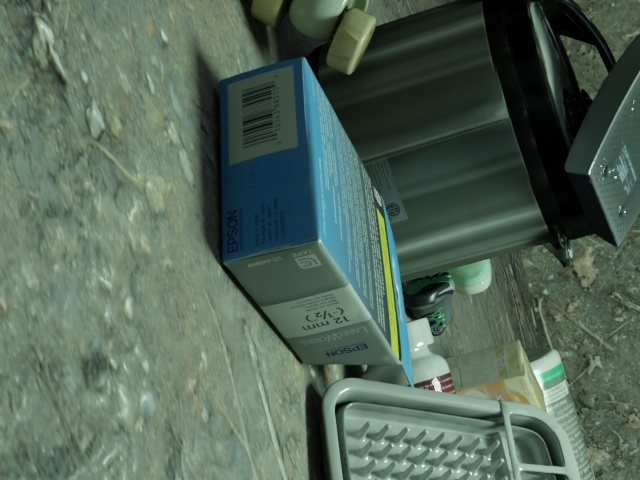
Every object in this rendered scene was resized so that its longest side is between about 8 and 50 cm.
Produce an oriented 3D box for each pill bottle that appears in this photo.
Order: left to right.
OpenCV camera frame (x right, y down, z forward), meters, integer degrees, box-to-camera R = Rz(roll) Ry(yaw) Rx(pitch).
[{"bbox_3d":[0.116,0.216,1.701,0.121,0.121,0.221,1,74,-75],"label":"pill bottle"},{"bbox_3d":[0.344,0.374,2.220,0.204,0.204,0.361,-21,95,-75],"label":"pill bottle"}]

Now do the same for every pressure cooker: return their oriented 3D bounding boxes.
[{"bbox_3d":[0.217,-0.148,1.860,0.370,0.421,0.375,52,26,-53],"label":"pressure cooker"}]

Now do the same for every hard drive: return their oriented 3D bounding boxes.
[{"bbox_3d":[0.400,-0.138,1.730,0.254,0.054,0.172,-58,139,-22],"label":"hard drive"}]

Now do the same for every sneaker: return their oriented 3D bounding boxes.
[{"bbox_3d":[0.186,0.110,2.158,0.224,0.083,0.098,-22,101,-76],"label":"sneaker"},{"bbox_3d":[0.241,-0.026,2.468,0.151,0.094,0.255,67,5,-47],"label":"sneaker"}]

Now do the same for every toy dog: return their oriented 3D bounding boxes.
[{"bbox_3d":[0.035,-0.366,1.745,0.333,0.220,0.161,-89,-159,-49],"label":"toy dog"}]

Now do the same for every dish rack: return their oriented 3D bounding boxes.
[{"bbox_3d":[0.148,0.305,1.505,0.333,0.072,0.285,12,48,-24],"label":"dish rack"}]

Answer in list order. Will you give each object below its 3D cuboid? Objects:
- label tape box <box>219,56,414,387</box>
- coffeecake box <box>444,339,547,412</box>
[{"bbox_3d":[0.000,0.000,1.519,0.347,0.115,0.249,59,21,-53],"label":"label tape box"},{"bbox_3d":[0.224,0.232,1.958,0.142,0.186,0.068,59,21,-44],"label":"coffeecake box"}]
